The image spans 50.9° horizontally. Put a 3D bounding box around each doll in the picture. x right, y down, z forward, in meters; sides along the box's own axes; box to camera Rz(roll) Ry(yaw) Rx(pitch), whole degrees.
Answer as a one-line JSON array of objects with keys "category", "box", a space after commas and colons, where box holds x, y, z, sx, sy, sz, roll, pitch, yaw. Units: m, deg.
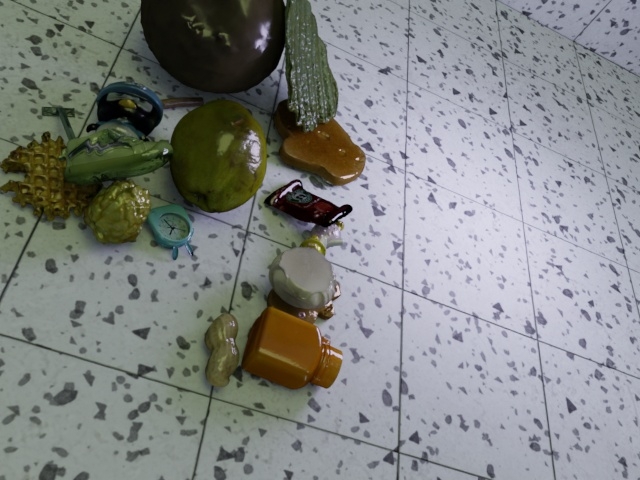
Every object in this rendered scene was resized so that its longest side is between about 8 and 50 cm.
[{"category": "doll", "box": [0.000, 0.000, 1.894, 0.129, 0.081, 0.207, 13, 31, 21]}, {"category": "doll", "box": [-0.514, -0.331, 1.789, 0.177, 0.141, 0.314, 14, 39, -14]}]

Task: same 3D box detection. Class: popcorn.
[{"category": "popcorn", "box": [-0.491, -0.074, 1.623, 0.142, 0.173, 0.174, 22, 48, -23]}]

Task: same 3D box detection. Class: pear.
[{"category": "pear", "box": [-0.272, -0.228, 1.807, 0.268, 0.269, 0.322, 23, 59, -15]}]

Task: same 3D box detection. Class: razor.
[{"category": "razor", "box": [-0.649, -0.293, 1.720, 0.084, 0.036, 0.211, -5, 37, -33]}]

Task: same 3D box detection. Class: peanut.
[{"category": "peanut", "box": [-0.231, 0.257, 1.581, 0.082, 0.082, 0.187, 11, 54, -24]}]

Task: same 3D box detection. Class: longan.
[{"category": "longan", "box": [-0.305, -0.635, 1.981, 0.435, 0.404, 0.404, 6, 54, -33]}]

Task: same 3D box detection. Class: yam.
[{"category": "yam", "box": [-0.414, -0.410, 2.000, 0.145, 0.032, 0.032, -14, 65, -38]}]

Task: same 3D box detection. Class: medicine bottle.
[{"category": "medicine bottle", "box": [-0.066, 0.275, 1.640, 0.222, 0.112, 0.149, 25, 48, -13]}]

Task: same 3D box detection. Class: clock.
[{"category": "clock", "box": [-0.378, -0.021, 1.721, 0.108, 0.045, 0.147, -16, 67, -37]}]

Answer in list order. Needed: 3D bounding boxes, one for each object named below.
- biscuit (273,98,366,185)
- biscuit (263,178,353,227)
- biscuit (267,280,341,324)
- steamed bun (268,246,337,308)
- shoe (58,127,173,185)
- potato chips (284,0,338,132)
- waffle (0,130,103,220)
[{"category": "biscuit", "box": [-0.023, -0.304, 2.135, 0.344, 0.057, 0.287, 45, 46, 5]}, {"category": "biscuit", "box": [-0.030, -0.101, 1.941, 0.235, 0.063, 0.151, 26, 33, 25]}, {"category": "biscuit", "box": [-0.047, 0.151, 1.798, 0.184, 0.035, 0.249, 46, 47, 7]}, {"category": "steamed bun", "box": [-0.046, 0.103, 1.739, 0.182, 0.106, 0.183, 16, 46, -18]}, {"category": "shoe", "box": [-0.486, -0.204, 1.598, 0.262, 0.140, 0.128, -18, 100, -10]}, {"category": "potato chips", "box": [-0.038, -0.547, 2.058, 0.358, 0.069, 0.430, -21, 107, -68]}, {"category": "waffle", "box": [-0.656, -0.154, 1.651, 0.231, 0.051, 0.229, 37, 43, -3]}]
